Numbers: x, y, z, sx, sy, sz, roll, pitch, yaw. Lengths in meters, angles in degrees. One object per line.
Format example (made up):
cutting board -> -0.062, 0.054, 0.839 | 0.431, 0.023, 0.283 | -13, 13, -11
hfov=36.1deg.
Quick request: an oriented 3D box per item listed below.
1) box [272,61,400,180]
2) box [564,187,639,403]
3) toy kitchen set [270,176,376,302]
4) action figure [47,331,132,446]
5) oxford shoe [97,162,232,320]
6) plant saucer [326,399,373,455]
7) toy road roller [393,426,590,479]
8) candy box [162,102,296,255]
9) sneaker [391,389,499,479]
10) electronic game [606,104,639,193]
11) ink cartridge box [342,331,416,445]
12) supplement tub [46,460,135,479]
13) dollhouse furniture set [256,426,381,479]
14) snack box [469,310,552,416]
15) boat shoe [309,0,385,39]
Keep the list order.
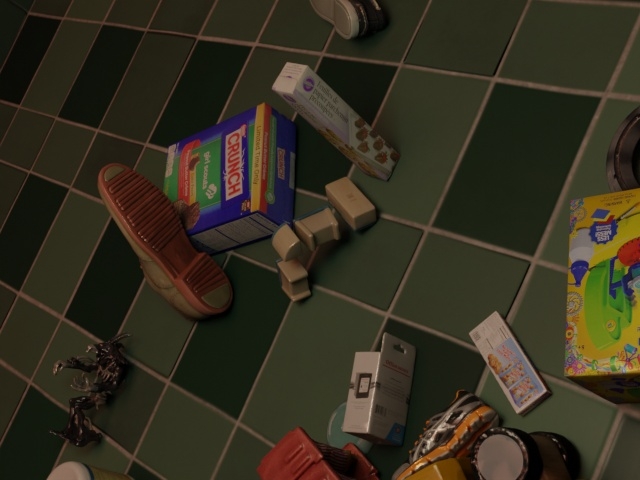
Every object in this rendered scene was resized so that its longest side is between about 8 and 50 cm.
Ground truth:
box -> 0.036, -0.223, 1.888 | 0.067, 0.324, 0.063 | 19, 76, 45
box -> 0.523, 0.076, 1.402 | 0.290, 0.177, 0.279 | -11, 63, 39
toy kitchen set -> 0.000, 0.000, 1.995 | 0.207, 0.166, 0.122 | -23, 45, -15
action figure -> -0.530, 0.326, 2.248 | 0.164, 0.141, 0.275 | 8, 75, 56
oxford shoe -> -0.363, 0.018, 2.118 | 0.146, 0.397, 0.140 | -30, 7, 43
plant saucer -> 0.052, 0.343, 1.797 | 0.119, 0.021, 0.119 | -20, 56, 33
toy road roller -> 0.253, 0.431, 1.451 | 0.329, 0.202, 0.240 | -33, 61, 25
candy box -> -0.209, -0.124, 2.202 | 0.317, 0.122, 0.268 | -17, 59, 35
sneaker -> 0.198, 0.337, 1.632 | 0.215, 0.084, 0.083 | -42, 43, 5
electronic game -> 0.564, -0.133, 1.562 | 0.229, 0.048, 0.229 | -16, 64, 36
ink cartridge box -> 0.106, 0.261, 1.732 | 0.060, 0.104, 0.180 | -7, 64, 41
supplement tub -> -0.458, 0.543, 2.024 | 0.144, 0.200, 0.144 | -21, 56, 33
dollhouse furniture set -> -0.069, 0.505, 1.673 | 0.374, 0.201, 0.152 | -47, 54, 10
snack box -> 0.313, 0.202, 1.634 | 0.064, 0.022, 0.178 | -42, 47, 17
boat shoe -> 0.050, -0.545, 2.215 | 0.114, 0.091, 0.302 | 96, 154, -44
